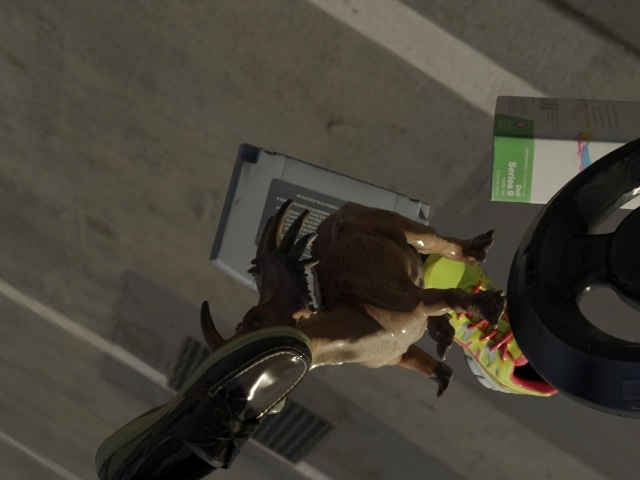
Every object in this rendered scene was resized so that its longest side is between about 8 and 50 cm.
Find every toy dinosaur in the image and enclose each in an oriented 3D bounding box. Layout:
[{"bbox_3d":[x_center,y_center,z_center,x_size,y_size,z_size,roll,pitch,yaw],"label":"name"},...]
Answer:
[{"bbox_3d":[0.029,0.026,0.802,0.200,0.296,0.127,22,113,-1],"label":"toy dinosaur"}]

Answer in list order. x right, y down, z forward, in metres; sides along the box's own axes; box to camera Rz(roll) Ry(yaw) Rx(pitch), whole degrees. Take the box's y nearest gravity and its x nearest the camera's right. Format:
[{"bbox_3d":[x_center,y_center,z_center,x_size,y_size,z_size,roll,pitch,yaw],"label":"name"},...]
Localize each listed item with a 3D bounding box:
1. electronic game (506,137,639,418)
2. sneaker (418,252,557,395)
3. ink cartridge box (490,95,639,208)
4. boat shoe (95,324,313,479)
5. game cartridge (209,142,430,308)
[{"bbox_3d":[0.222,0.009,0.618,0.229,0.229,0.048,1,141,44],"label":"electronic game"},{"bbox_3d":[0.160,0.076,0.933,0.208,0.081,0.094,43,166,-32],"label":"sneaker"},{"bbox_3d":[0.316,-0.109,1.218,0.212,0.154,0.093,2,115,11],"label":"ink cartridge box"},{"bbox_3d":[-0.062,0.107,0.565,0.152,0.049,0.056,-40,127,15],"label":"boat shoe"},{"bbox_3d":[0.000,0.000,1.414,0.297,0.198,0.062,18,177,-19],"label":"game cartridge"}]
